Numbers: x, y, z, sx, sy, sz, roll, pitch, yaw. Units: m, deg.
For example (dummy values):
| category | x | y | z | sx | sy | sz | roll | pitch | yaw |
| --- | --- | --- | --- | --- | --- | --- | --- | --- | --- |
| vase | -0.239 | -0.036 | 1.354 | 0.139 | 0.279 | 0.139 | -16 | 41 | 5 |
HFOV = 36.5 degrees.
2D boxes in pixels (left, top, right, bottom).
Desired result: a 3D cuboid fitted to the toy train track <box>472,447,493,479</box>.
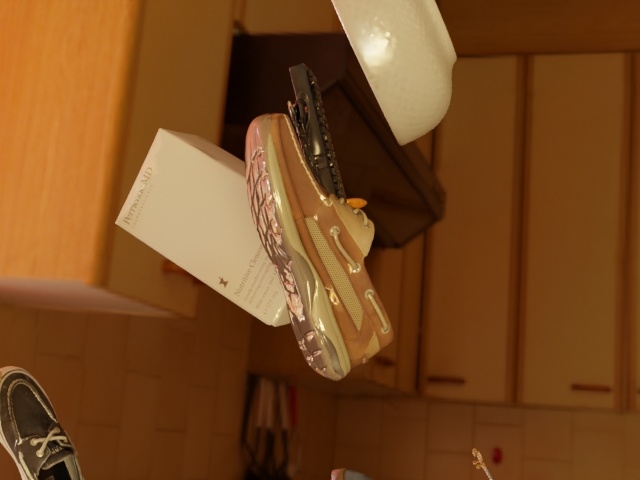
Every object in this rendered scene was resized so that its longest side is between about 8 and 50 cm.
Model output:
| category | x | y | z | sx | sy | sz | roll | pitch | yaw |
| --- | --- | --- | --- | --- | --- | --- | --- | --- | --- |
| toy train track | 0.249 | 0.354 | 1.485 | 0.014 | 0.083 | 0.048 | -25 | -45 | -3 |

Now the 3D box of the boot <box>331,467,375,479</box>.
| category | x | y | z | sx | sy | sz | roll | pitch | yaw |
| --- | --- | --- | --- | --- | --- | --- | --- | --- | --- |
| boot | 0.081 | 0.343 | 1.162 | 0.082 | 0.106 | 0.219 | -14 | -29 | 34 |

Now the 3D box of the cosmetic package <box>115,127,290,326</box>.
| category | x | y | z | sx | sy | sz | roll | pitch | yaw |
| --- | --- | --- | --- | --- | --- | --- | --- | --- | --- |
| cosmetic package | -0.164 | -0.029 | 1.811 | 0.385 | 0.217 | 0.156 | 29 | 11 | 20 |

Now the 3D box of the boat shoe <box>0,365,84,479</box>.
| category | x | y | z | sx | sy | sz | roll | pitch | yaw |
| --- | --- | --- | --- | --- | --- | --- | --- | --- | --- |
| boat shoe | -0.456 | 0.348 | 1.601 | 0.102 | 0.301 | 0.108 | -10 | 9 | 45 |

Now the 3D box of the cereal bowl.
| category | x | y | z | sx | sy | sz | roll | pitch | yaw |
| --- | --- | --- | --- | --- | --- | --- | --- | --- | --- |
| cereal bowl | 0.122 | -0.329 | 1.540 | 0.141 | 0.338 | 0.339 | -23 | -17 | 9 |

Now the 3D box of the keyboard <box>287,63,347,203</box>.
| category | x | y | z | sx | sy | sz | roll | pitch | yaw |
| --- | --- | --- | --- | --- | --- | --- | --- | --- | --- |
| keyboard | 0.005 | -0.121 | 1.508 | 0.033 | 0.317 | 0.201 | -15 | -3 | 14 |

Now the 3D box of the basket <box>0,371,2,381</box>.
| category | x | y | z | sx | sy | sz | roll | pitch | yaw |
| --- | --- | --- | --- | --- | --- | --- | --- | --- | --- |
| basket | -0.517 | 0.228 | 1.090 | 0.214 | 0.223 | 0.299 | 26 | -25 | -19 |

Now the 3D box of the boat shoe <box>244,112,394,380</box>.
| category | x | y | z | sx | sy | sz | roll | pitch | yaw |
| --- | --- | --- | --- | --- | --- | --- | --- | --- | --- |
| boat shoe | 0.000 | 0.000 | 1.144 | 0.116 | 0.324 | 0.123 | -21 | 15 | -16 |

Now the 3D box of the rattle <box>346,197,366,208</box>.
| category | x | y | z | sx | sy | sz | roll | pitch | yaw |
| --- | --- | --- | --- | --- | --- | --- | --- | --- | --- |
| rattle | 0.005 | 0.004 | 1.953 | 0.143 | 0.199 | 0.130 | 17 | -34 | -23 |
